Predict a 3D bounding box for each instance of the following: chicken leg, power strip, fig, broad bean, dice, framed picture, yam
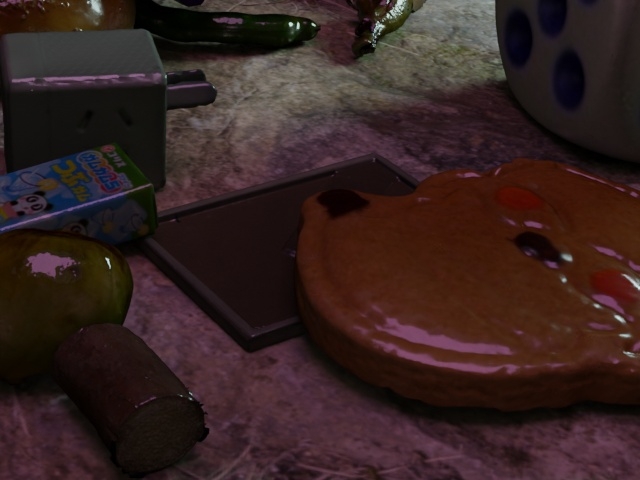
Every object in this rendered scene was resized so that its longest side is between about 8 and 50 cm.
[{"bbox_3d":[0.071,-0.302,1.835,0.093,0.070,0.178,10,41,10],"label":"chicken leg"},{"bbox_3d":[-0.225,-0.140,1.446,0.224,0.140,0.139,-4,31,-15],"label":"power strip"},{"bbox_3d":[-0.232,0.045,1.147,0.153,0.120,0.136,-24,22,-29],"label":"fig"},{"bbox_3d":[-0.154,-0.298,1.808,0.292,0.049,0.144,15,29,20],"label":"broad bean"},{"bbox_3d":[0.390,-0.283,1.597,0.277,0.304,0.304,-6,32,-16],"label":"dice"},{"bbox_3d":[0.000,0.000,1.352,0.324,0.020,0.240,-18,37,-33],"label":"framed picture"},{"bbox_3d":[-0.154,0.121,1.073,0.084,0.084,0.127,-15,39,-29],"label":"yam"}]

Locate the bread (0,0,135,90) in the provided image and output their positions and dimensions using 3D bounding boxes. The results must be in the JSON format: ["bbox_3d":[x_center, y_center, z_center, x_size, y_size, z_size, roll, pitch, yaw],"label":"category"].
[{"bbox_3d":[-0.378,-0.303,1.683,0.306,0.158,0.305,2,31,-1],"label":"bread"}]

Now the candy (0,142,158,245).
[{"bbox_3d":[-0.265,-0.025,1.302,0.195,0.062,0.097,-19,37,-23],"label":"candy"}]

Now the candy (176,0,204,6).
[{"bbox_3d":[-0.195,-0.358,1.752,0.145,0.070,0.275,37,11,-5],"label":"candy"}]

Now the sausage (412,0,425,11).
[{"bbox_3d":[-0.008,-0.425,2.013,0.372,0.082,0.082,22,35,29],"label":"sausage"}]

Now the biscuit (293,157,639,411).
[{"bbox_3d":[0.199,0.032,1.256,0.455,0.078,0.349,-10,40,-24],"label":"biscuit"}]
